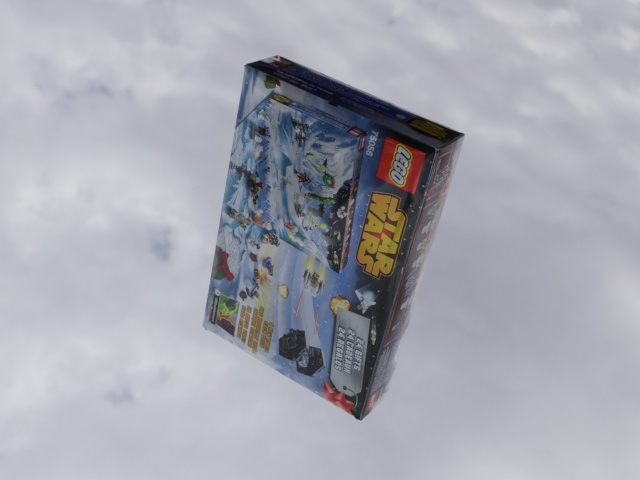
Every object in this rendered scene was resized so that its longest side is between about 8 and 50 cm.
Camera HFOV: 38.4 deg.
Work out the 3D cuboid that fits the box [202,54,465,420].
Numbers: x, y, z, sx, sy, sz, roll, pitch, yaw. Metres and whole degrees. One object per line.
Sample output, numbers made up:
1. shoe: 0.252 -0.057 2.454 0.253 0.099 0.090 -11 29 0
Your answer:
1. box: 0.000 0.000 0.401 0.094 0.137 0.027 28 -147 24
